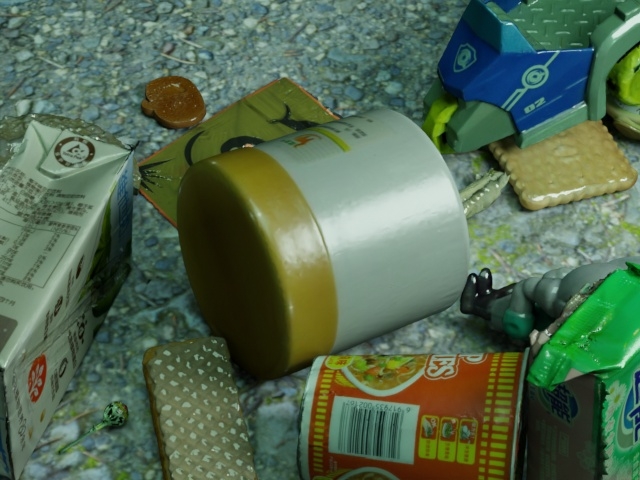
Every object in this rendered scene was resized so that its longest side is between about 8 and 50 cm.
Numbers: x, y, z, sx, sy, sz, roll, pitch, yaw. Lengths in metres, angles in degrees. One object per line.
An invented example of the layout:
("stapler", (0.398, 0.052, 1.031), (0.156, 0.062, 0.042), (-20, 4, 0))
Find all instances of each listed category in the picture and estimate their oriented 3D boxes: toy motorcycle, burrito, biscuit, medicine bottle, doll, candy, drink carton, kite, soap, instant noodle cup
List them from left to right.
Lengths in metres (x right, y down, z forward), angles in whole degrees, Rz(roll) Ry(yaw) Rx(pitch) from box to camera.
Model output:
("drink carton", (-0.305, 0.057, 1.554), (0.132, 0.194, 0.324), (17, 47, 8))
("biscuit", (-0.333, -0.105, 1.815), (0.250, 0.032, 0.133), (3, 45, -1))
("candy", (-0.232, 0.191, 1.557), (0.083, 0.025, 0.023), (-31, 13, -20))
("biscuit", (-0.185, -0.170, 1.904), (0.078, 0.015, 0.091), (-13, 49, -15))
("biscuit", (-0.104, 0.250, 1.489), (0.094, 0.054, 0.378), (-6, 48, -11))
("kite", (-0.073, -0.067, 1.819), (0.328, 0.013, 0.377), (5, 49, 0))
("medicine bottle", (0.000, 0.000, 1.609), (0.232, 0.238, 0.238), (-20, 52, -26))
("instant noodle cup", (0.093, 0.189, 1.498), (0.212, 0.193, 0.193), (5, 46, 11))
("burrito", (0.156, -0.032, 1.796), (0.185, 0.041, 0.045), (-32, 16, -30))
("toy motorcycle", (0.258, -0.233, 1.824), (0.326, 0.200, 0.191), (-29, 53, -16))
("biscuit", (0.273, -0.138, 1.911), (0.160, 0.030, 0.249), (-13, 49, -17))
("doll", (0.282, 0.080, 1.620), (0.258, 0.153, 0.195), (12, 19, -1))
("soap", (0.275, 0.162, 1.473), (0.098, 0.273, 0.218), (24, 47, 30))

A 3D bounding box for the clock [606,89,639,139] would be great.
("clock", (0.433, -0.189, 1.914), (0.170, 0.069, 0.232), (-31, 55, 8))
